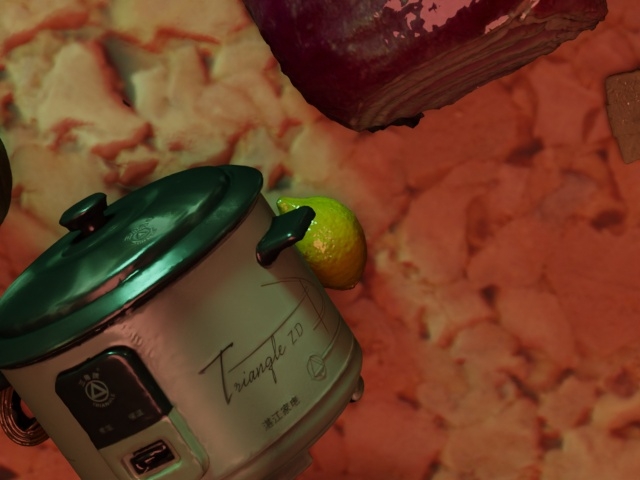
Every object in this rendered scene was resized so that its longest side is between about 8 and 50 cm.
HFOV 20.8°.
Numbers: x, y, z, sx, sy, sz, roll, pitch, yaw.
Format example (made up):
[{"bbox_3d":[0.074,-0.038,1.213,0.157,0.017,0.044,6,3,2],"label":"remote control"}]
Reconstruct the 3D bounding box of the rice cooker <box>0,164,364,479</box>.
[{"bbox_3d":[-0.111,0.066,1.253,0.280,0.241,0.227,-25,107,26],"label":"rice cooker"}]

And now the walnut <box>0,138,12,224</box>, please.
[{"bbox_3d":[-0.304,-0.055,1.273,0.140,0.140,0.162,-43,115,8],"label":"walnut"}]

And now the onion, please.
[{"bbox_3d":[0.046,-0.198,1.232,0.250,0.111,0.247,-27,102,24],"label":"onion"}]

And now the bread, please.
[{"bbox_3d":[0.308,-0.114,1.332,0.152,0.105,0.077,-5,106,32],"label":"bread"}]

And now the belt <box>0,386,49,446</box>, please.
[{"bbox_3d":[-0.224,0.117,1.365,0.059,0.036,0.083,15,102,2],"label":"belt"}]

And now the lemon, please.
[{"bbox_3d":[0.000,0.000,1.329,0.065,0.065,0.092,-39,104,7],"label":"lemon"}]
